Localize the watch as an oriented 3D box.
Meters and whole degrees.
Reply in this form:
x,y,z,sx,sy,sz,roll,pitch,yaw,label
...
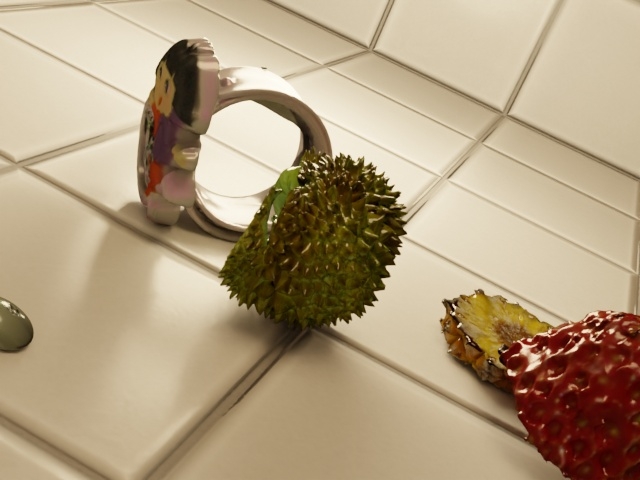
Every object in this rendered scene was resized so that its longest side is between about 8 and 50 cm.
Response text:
x,y,z,sx,sy,sz,roll,pitch,yaw,label
-0.097,-0.119,1.193,0.231,0.244,0.196,7,26,-20,watch

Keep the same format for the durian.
x,y,z,sx,sy,sz,roll,pitch,yaw,label
0.002,0.000,1.076,0.177,0.200,0.237,17,15,12,durian

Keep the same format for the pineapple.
x,y,z,sx,sy,sz,roll,pitch,yaw,label
0.245,0.137,1.224,0.221,0.047,0.221,21,26,-10,pineapple

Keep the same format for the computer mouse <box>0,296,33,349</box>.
x,y,z,sx,sy,sz,roll,pitch,yaw,label
-0.303,0.063,0.850,0.110,0.032,0.056,15,23,-21,computer mouse

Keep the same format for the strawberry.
x,y,z,sx,sy,sz,roll,pitch,yaw,label
0.320,0.152,1.046,0.234,0.178,0.234,31,29,-19,strawberry
